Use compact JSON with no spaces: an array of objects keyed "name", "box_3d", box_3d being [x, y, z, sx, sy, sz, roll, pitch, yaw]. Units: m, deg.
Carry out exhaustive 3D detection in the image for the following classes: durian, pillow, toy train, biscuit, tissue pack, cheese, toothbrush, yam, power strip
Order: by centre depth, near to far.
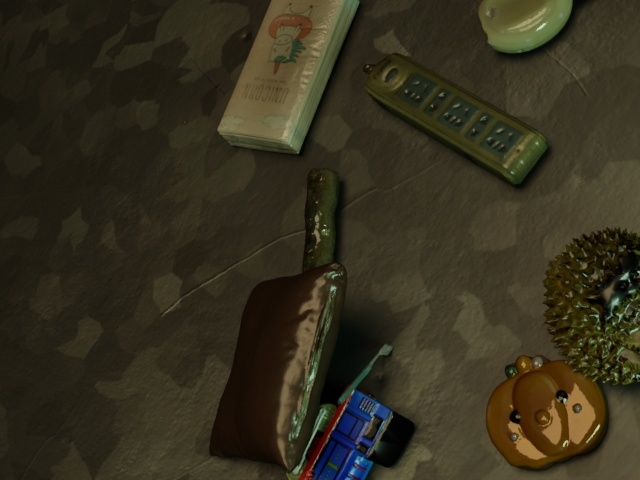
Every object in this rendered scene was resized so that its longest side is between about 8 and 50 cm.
[{"name":"durian","box_3d":[0.393,0.085,1.328,0.193,0.138,0.237,-42,54,-6]},{"name":"biscuit","box_3d":[0.305,0.229,1.379,0.170,0.050,0.170,-13,62,25]},{"name":"toy train","box_3d":[0.034,0.320,1.481,0.131,0.083,0.204,26,83,35]},{"name":"toothbrush","box_3d":[0.068,0.198,1.493,0.014,0.011,0.167,11,29,26]},{"name":"pillow","box_3d":[-0.069,0.196,1.533,0.305,0.108,0.308,-19,54,63]},{"name":"cheese","box_3d":[0.368,-0.391,1.620,0.227,0.064,0.137,-24,59,18]},{"name":"power strip","box_3d":[0.200,-0.214,1.639,0.387,0.066,0.092,37,87,38]},{"name":"yam","box_3d":[0.000,0.000,1.665,0.061,0.061,0.253,-11,64,27]},{"name":"tissue pack","box_3d":[-0.059,-0.322,1.840,0.170,0.071,0.325,14,76,33]}]
